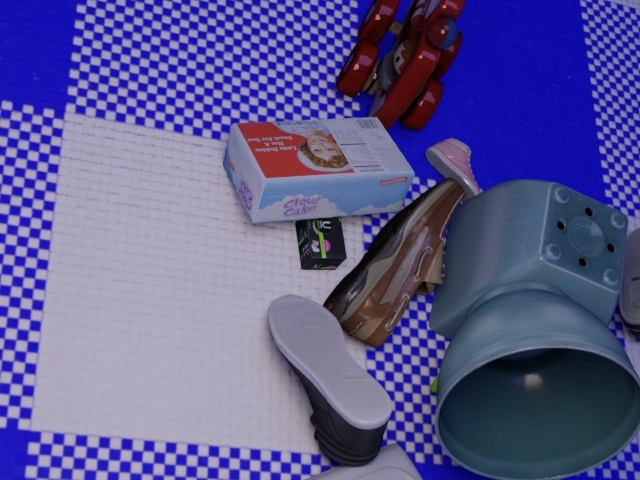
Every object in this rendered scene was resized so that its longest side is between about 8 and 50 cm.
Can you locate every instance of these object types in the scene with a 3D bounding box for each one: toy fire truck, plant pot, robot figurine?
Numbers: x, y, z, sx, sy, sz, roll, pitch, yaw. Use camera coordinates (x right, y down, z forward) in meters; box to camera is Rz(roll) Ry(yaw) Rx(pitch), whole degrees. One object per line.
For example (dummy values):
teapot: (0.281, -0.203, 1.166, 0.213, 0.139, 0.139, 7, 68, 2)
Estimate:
toy fire truck: (0.167, -0.344, 1.769, 0.169, 0.254, 0.302, 27, 59, -10)
plant pot: (0.356, 0.041, 1.679, 0.247, 0.252, 0.247, 22, 61, -12)
plant pot: (0.305, 0.184, 1.520, 0.293, 0.293, 0.196, 18, 39, -15)
robot figurine: (0.223, 0.232, 1.642, 0.101, 0.067, 0.115, 21, 61, -15)

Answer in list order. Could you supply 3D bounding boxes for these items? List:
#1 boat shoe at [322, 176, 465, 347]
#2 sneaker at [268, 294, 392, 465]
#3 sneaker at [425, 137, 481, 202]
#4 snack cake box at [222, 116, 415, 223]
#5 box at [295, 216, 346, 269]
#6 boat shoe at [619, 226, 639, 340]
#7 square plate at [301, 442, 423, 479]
boat shoe: (0.136, 0.039, 1.673, 0.120, 0.122, 0.324, 44, 66, -6)
sneaker: (0.001, 0.213, 1.544, 0.104, 0.147, 0.296, -17, 44, -24)
sneaker: (0.251, -0.125, 1.824, 0.070, 0.051, 0.134, -34, 77, -27)
snack cake box: (-0.004, -0.114, 1.659, 0.264, 0.089, 0.152, -5, 46, -25)
box: (0.000, 0.000, 1.661, 0.062, 0.052, 0.083, 0, 66, -22)
boat shoe: (0.580, 0.072, 1.878, 0.079, 0.084, 0.233, 55, 40, -39)
square plate: (0.084, 0.458, 1.411, 0.344, 0.049, 0.347, -10, 59, -43)
